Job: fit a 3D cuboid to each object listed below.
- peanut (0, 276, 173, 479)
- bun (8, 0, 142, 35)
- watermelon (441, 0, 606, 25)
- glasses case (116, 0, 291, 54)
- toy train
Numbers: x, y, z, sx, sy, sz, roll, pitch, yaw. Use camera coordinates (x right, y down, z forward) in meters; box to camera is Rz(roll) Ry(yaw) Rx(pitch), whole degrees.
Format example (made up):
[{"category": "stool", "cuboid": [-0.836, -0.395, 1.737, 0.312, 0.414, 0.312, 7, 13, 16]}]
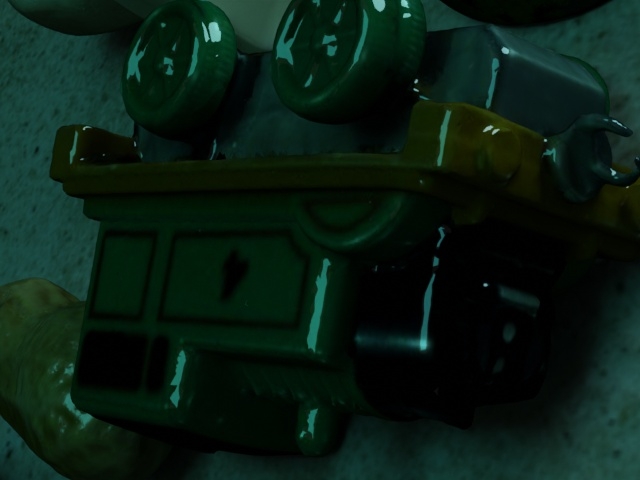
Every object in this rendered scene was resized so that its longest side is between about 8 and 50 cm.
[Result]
[{"category": "peanut", "cuboid": [-0.162, 0.086, 1.146, 0.226, 0.095, 0.108, 29, 103, 55]}, {"category": "bun", "cuboid": [-0.161, -0.233, 1.341, 0.166, 0.113, 0.173, 11, 74, 44]}, {"category": "watermelon", "cuboid": [0.117, -0.188, 1.040, 0.119, 0.063, 0.245, -53, 35, -13]}, {"category": "glasses case", "cuboid": [-0.048, -0.289, 1.229, 0.070, 0.131, 0.313, -1, 66, 49]}, {"category": "toy train", "cuboid": [0.000, 0.000, 0.957, 0.429, 0.178, 0.249, 1, 77, 50]}]
